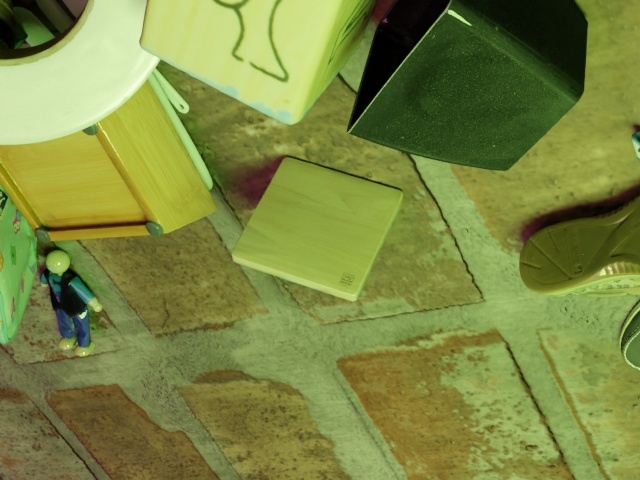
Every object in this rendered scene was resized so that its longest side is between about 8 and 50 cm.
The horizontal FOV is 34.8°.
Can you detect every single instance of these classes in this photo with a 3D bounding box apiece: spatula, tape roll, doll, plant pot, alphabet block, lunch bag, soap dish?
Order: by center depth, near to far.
[{"bbox_3d":[0.156,-0.181,1.001,0.167,0.187,0.188,27,137,-12],"label":"plant pot"},{"bbox_3d":[-0.044,-0.270,1.015,0.192,0.193,0.197,27,135,4],"label":"alphabet block"},{"bbox_3d":[-0.343,-0.294,1.093,0.392,0.072,0.392,-3,112,-8],"label":"tape roll"},{"bbox_3d":[-0.284,-0.230,1.307,0.168,0.019,0.242,-26,112,40],"label":"spatula"},{"bbox_3d":[-0.306,-0.106,1.344,0.291,0.118,0.229,-3,128,34],"label":"soap dish"},{"bbox_3d":[-0.482,-0.007,1.472,0.108,0.224,0.279,5,132,-1],"label":"lunch bag"},{"bbox_3d":[-0.400,0.095,1.633,0.129,0.046,0.189,16,128,29],"label":"doll"}]

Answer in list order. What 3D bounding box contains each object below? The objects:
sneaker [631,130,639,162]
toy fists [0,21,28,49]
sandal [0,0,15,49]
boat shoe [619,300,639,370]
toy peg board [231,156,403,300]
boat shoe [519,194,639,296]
[{"bbox_3d":[0.377,-0.108,1.021,0.144,0.053,0.059,-30,107,41],"label":"sneaker"},{"bbox_3d":[-0.509,-0.256,1.354,0.142,0.096,0.279,50,136,-12],"label":"toy fists"},{"bbox_3d":[-0.411,-0.281,1.201,0.120,0.086,0.302,12,131,55],"label":"sandal"},{"bbox_3d":[0.415,0.091,1.156,0.080,0.073,0.223,37,135,-4],"label":"boat shoe"},{"bbox_3d":[0.000,0.000,1.259,0.161,0.160,0.079,17,149,15],"label":"toy peg board"},{"bbox_3d":[0.359,0.007,1.112,0.285,0.104,0.089,-10,160,41],"label":"boat shoe"}]
